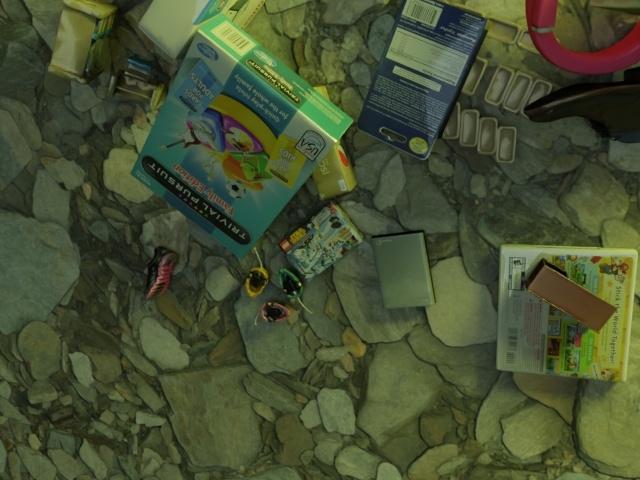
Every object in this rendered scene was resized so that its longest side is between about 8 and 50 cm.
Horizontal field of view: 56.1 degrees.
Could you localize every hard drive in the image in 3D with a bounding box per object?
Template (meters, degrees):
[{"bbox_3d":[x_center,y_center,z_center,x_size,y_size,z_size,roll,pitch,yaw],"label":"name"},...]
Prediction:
[{"bbox_3d":[0.146,0.052,1.061,0.094,0.022,0.135,-7,104,20],"label":"hard drive"}]

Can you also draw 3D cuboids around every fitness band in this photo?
[{"bbox_3d":[0.380,-0.361,0.779,0.208,0.054,0.291,-5,123,-3],"label":"fitness band"}]

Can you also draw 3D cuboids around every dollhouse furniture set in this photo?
[{"bbox_3d":[-0.361,-0.338,1.073,0.183,0.129,0.129,19,113,-14],"label":"dollhouse furniture set"}]

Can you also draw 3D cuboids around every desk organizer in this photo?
[{"bbox_3d":[0.394,0.086,0.948,0.130,0.047,0.050,32,110,7],"label":"desk organizer"}]

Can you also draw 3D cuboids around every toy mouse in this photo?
[{"bbox_3d":[-0.075,0.105,1.146,0.143,0.031,0.161,21,112,12],"label":"toy mouse"}]

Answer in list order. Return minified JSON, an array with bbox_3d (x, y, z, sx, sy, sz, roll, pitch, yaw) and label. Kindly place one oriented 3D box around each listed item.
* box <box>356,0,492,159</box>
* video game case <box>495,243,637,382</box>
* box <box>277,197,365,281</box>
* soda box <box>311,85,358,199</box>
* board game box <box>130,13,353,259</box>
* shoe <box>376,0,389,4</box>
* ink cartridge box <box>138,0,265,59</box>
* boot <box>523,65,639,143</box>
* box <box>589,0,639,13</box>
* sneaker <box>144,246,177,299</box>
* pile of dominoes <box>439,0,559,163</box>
[{"bbox_3d":[0.154,-0.254,0.936,0.136,0.036,0.225,29,112,17],"label":"box"},{"bbox_3d":[0.401,0.119,0.995,0.206,0.026,0.227,2,106,18],"label":"video game case"},{"bbox_3d":[0.000,0.000,1.091,0.137,0.027,0.094,-38,94,24],"label":"box"},{"bbox_3d":[0.004,-0.166,1.020,0.058,0.061,0.181,-15,101,22],"label":"soda box"},{"bbox_3d":[-0.144,-0.150,0.991,0.253,0.079,0.336,38,133,-5],"label":"board game box"},{"bbox_3d":[0.096,-0.454,0.903,0.081,0.063,0.178,23,107,12],"label":"shoe"},{"bbox_3d":[-0.177,-0.367,0.947,0.082,0.191,0.139,44,115,0],"label":"ink cartridge box"},{"bbox_3d":[0.406,-0.175,0.857,0.219,0.082,0.106,-15,109,5],"label":"boot"},{"bbox_3d":[0.506,-0.310,0.702,0.310,0.148,0.121,5,110,-11],"label":"box"},{"bbox_3d":[-0.334,0.064,1.219,0.057,0.047,0.119,36,111,21],"label":"sneaker"},{"bbox_3d":[0.231,-0.253,0.944,0.251,0.040,0.196,28,114,18],"label":"pile of dominoes"}]
